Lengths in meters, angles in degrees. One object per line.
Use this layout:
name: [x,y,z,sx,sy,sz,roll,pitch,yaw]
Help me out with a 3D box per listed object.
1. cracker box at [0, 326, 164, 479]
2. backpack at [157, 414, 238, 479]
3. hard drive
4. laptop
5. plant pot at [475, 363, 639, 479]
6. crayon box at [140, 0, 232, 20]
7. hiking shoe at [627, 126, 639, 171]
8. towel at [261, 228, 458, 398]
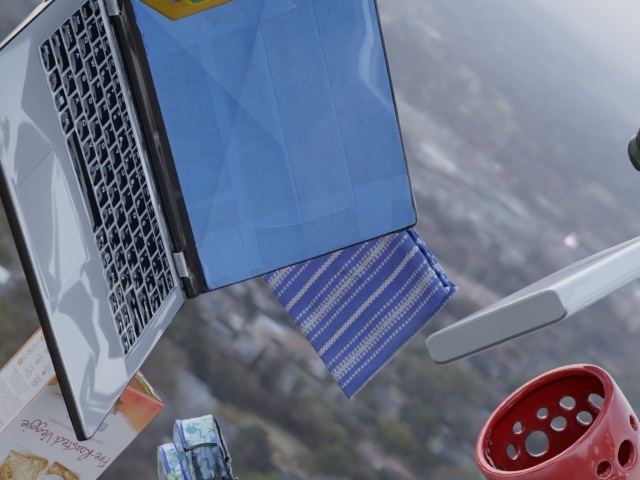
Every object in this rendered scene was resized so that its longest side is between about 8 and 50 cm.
cracker box: [-0.292,0.208,1.754,0.155,0.232,0.067,35,11,-51]
backpack: [-0.142,0.259,1.960,0.084,0.105,0.114,-8,51,-9]
hard drive: [0.287,0.056,2.006,0.307,0.203,0.040,-23,88,-46]
laptop: [-0.099,-0.077,1.651,0.236,0.382,0.408,-1,30,21]
plant pot: [0.306,0.269,2.060,0.174,0.191,0.191,52,2,-24]
crayon box: [-0.086,-0.261,1.305,0.318,0.202,0.081,24,54,-60]
hiking shoe: [0.502,-0.107,2.153,0.226,0.086,0.114,13,-30,0]
towel: [0.000,0.000,2.133,0.040,0.243,0.336,-19,68,-47]
